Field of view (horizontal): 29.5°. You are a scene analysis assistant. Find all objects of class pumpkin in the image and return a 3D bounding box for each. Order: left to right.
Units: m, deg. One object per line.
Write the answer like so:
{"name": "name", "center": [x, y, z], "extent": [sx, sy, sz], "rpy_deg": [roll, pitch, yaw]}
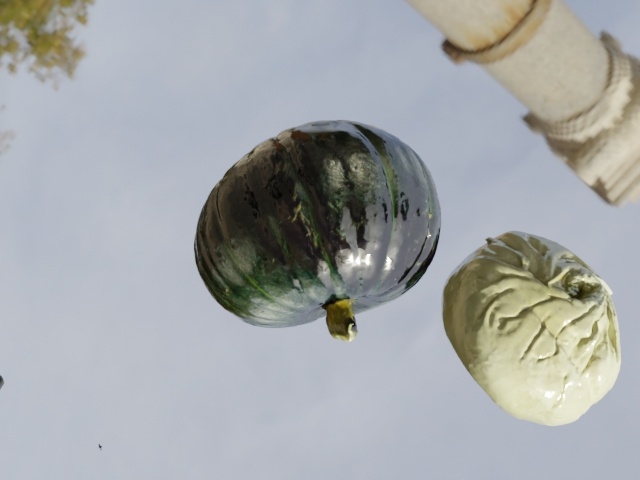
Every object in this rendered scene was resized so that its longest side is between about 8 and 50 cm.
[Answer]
{"name": "pumpkin", "center": [0.000, 0.000, 1.205], "extent": [0.250, 0.250, 0.216], "rpy_deg": [-25, -112, 34]}

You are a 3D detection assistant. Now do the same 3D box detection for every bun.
{"name": "bun", "center": [0.251, 0.090, 1.393], "extent": [0.145, 0.229, 0.229], "rpy_deg": [-43, -139, 33]}

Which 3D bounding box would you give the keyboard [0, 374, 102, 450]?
{"name": "keyboard", "center": [-0.391, 0.143, 1.140], "extent": [0.103, 0.381, 0.041], "rpy_deg": [-77, -177, -61]}
